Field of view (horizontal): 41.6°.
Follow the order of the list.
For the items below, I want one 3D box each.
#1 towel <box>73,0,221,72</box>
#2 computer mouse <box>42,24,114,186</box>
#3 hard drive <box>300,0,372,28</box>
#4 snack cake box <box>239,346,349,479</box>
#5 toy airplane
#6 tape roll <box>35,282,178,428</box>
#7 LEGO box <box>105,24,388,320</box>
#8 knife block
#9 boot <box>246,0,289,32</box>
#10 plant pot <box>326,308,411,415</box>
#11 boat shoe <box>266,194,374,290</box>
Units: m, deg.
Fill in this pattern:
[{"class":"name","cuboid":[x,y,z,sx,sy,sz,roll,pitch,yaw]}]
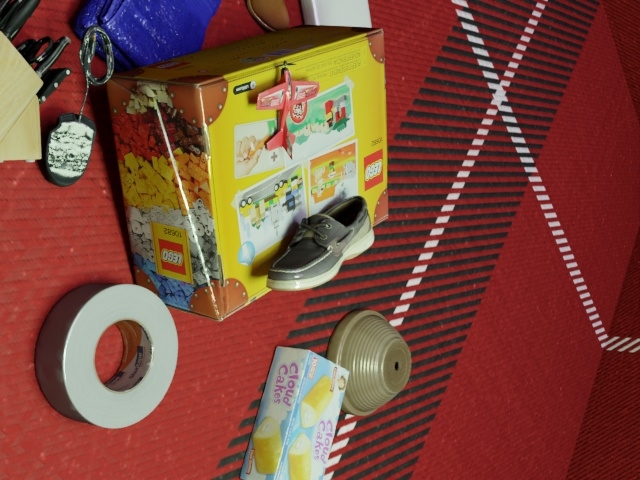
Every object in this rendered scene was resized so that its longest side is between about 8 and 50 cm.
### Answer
[{"class":"towel","cuboid":[-0.255,-0.401,1.374,0.228,0.076,0.308,40,60,-44]},{"class":"computer mouse","cuboid":[-0.355,-0.195,1.231,0.071,0.041,0.242,12,102,-37]},{"class":"hard drive","cuboid":[0.037,-0.471,1.779,0.203,0.040,0.307,-26,111,-49]},{"class":"snack cake box","cuboid":[-0.046,0.356,1.646,0.152,0.089,0.264,34,64,-46]},{"class":"toy airplane","cuboid":[-0.053,-0.198,1.284,0.151,0.028,0.151,-23,119,-49]},{"class":"tape roll","cuboid":[-0.324,0.174,1.297,0.219,0.072,0.219,-1,92,-53]},{"class":"LEGO box","cuboid":[-0.091,-0.144,1.446,0.500,0.193,0.372,-30,125,-48]},{"class":"knife block","cuboid":[-0.449,-0.221,1.097,0.276,0.088,0.242,-13,103,-59]},{"class":"boot","cuboid":[-0.070,-0.472,1.548,0.197,0.152,0.073,55,50,-37]},{"class":"plant pot","cuboid":[0.123,0.271,1.846,0.237,0.110,0.237,-3,93,-51]},{"class":"boat shoe","cuboid":[0.000,0.000,1.369,0.285,0.103,0.092,-31,121,-52]}]
